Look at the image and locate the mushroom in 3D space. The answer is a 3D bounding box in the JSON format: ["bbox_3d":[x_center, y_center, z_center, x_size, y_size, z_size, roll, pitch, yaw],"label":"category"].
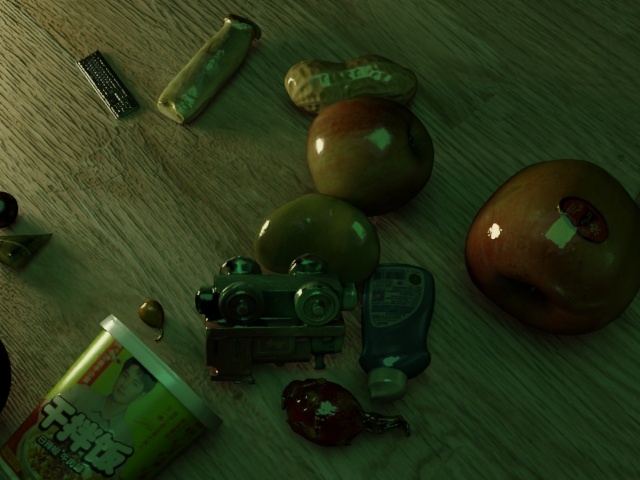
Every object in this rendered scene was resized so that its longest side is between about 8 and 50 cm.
[{"bbox_3d":[-0.250,-0.396,2.015,0.100,0.081,0.312,29,70,17],"label":"mushroom"}]

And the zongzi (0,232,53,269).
[{"bbox_3d":[-0.632,0.001,1.826,0.104,0.052,0.113,26,52,19],"label":"zongzi"}]

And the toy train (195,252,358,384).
[{"bbox_3d":[-0.082,0.150,1.659,0.305,0.221,0.150,0,26,-7],"label":"toy train"}]

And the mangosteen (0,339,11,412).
[{"bbox_3d":[-0.718,0.244,1.549,0.330,0.330,0.329,0,63,0],"label":"mangosteen"}]

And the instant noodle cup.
[{"bbox_3d":[-0.374,0.335,1.545,0.294,0.294,0.308,39,76,18],"label":"instant noodle cup"}]

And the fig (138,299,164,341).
[{"bbox_3d":[-0.331,0.159,1.747,0.050,0.050,0.083,-19,82,-10],"label":"fig"}]

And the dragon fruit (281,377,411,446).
[{"bbox_3d":[0.046,0.323,1.622,0.246,0.125,0.125,12,60,-2],"label":"dragon fruit"}]

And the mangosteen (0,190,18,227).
[{"bbox_3d":[-0.673,-0.067,1.841,0.081,0.081,0.080,0,63,0],"label":"mangosteen"}]

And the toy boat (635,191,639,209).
[{"bbox_3d":[0.760,-0.100,1.875,0.188,0.061,0.116,-40,68,-18],"label":"toy boat"}]

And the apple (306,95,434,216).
[{"bbox_3d":[0.103,-0.178,1.791,0.234,0.257,0.256,-24,56,35],"label":"apple"}]

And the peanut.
[{"bbox_3d":[0.070,-0.345,1.968,0.299,0.120,0.136,-5,87,-4],"label":"peanut"}]

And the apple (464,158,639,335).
[{"bbox_3d":[0.459,0.002,1.669,0.339,0.338,0.305,30,67,14],"label":"apple"}]

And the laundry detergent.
[{"bbox_3d":[0.142,0.182,1.682,0.144,0.094,0.289,7,53,4],"label":"laundry detergent"}]

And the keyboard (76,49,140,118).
[{"bbox_3d":[-0.491,-0.361,2.031,0.064,0.010,0.198,-33,68,-14],"label":"keyboard"}]

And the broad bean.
[{"bbox_3d":[0.000,0.000,1.749,0.263,0.121,0.188,8,101,21],"label":"broad bean"}]
